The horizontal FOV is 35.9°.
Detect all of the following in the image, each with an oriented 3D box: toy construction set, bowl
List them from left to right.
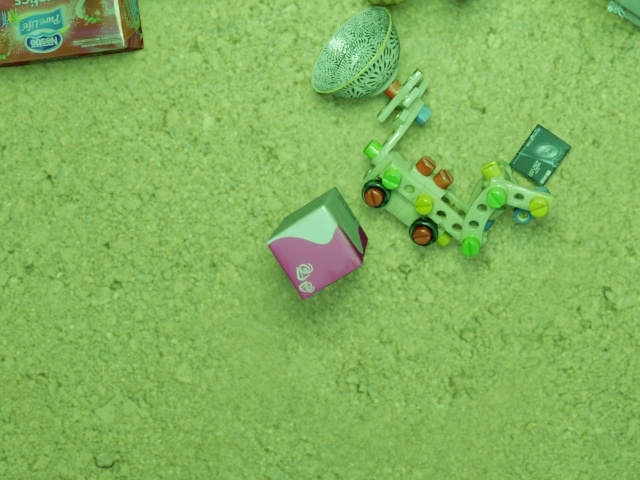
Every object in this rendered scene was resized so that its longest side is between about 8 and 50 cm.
[{"bbox_3d":[0.073,-0.283,1.582,0.080,0.170,0.170,36,102,-31],"label":"bowl"},{"bbox_3d":[0.194,-0.109,1.589,0.328,0.151,0.215,47,124,4],"label":"toy construction set"}]

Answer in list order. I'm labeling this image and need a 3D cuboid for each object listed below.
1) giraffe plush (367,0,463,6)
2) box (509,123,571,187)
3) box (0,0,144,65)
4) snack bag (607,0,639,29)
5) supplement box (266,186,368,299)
[{"bbox_3d":[0.168,-0.445,1.533,0.170,0.210,0.182,5,117,-14],"label":"giraffe plush"},{"bbox_3d":[0.363,-0.140,1.637,0.067,0.018,0.083,35,100,-2],"label":"box"},{"bbox_3d":[-0.430,-0.355,1.606,0.256,0.128,0.123,-6,99,5],"label":"box"},{"bbox_3d":[0.485,-0.480,1.427,0.037,0.342,0.323,25,104,31],"label":"snack bag"},{"bbox_3d":[0.000,0.000,1.586,0.113,0.220,0.111,-32,96,9],"label":"supplement box"}]
